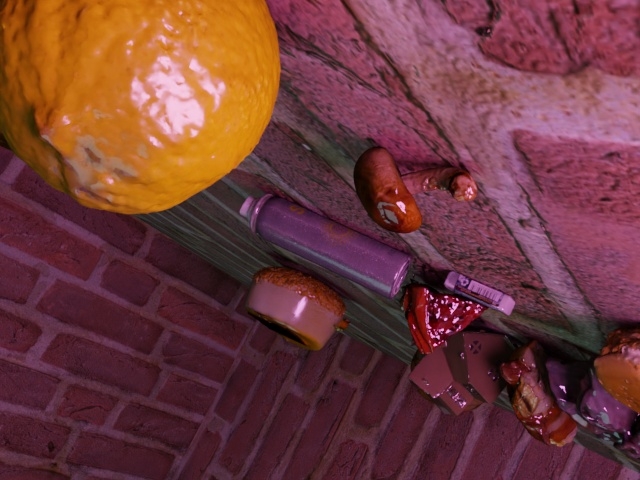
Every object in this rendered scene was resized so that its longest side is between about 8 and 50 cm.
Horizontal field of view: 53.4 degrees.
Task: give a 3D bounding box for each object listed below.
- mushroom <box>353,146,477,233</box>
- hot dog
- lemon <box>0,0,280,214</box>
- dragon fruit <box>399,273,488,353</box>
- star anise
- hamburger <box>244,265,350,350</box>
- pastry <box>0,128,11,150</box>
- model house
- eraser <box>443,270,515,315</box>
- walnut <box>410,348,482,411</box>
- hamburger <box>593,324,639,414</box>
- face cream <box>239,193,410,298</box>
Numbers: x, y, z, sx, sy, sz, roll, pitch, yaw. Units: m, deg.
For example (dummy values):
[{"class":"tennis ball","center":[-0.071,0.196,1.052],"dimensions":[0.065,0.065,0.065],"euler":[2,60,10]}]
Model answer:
[{"class":"mushroom","center":[0.077,-0.045,0.573],"dimensions":[0.129,0.072,0.088],"euler":[10,129,54]},{"class":"hot dog","center":[0.368,0.263,1.091],"dimensions":[0.103,0.146,0.213],"euler":[-19,128,36]},{"class":"lemon","center":[-0.112,-0.111,0.407],"dimensions":[0.180,0.181,0.193],"euler":[31,-166,-15]},{"class":"dragon fruit","center":[0.174,0.086,0.990],"dimensions":[0.092,0.122,0.192],"euler":[54,-173,-3]},{"class":"star anise","center":[0.473,0.263,0.916],"dimensions":[0.331,0.118,0.332],"euler":[31,167,8]},{"class":"hamburger","center":[-0.067,0.175,1.752],"dimensions":[0.275,0.179,0.294],"euler":[14,159,41]},{"class":"pastry","center":[-0.531,-0.240,1.012],"dimensions":[0.329,0.137,0.330],"euler":[25,170,5]},{"class":"model house","center":[0.215,0.187,1.185],"dimensions":[0.248,0.176,0.181],"euler":[48,166,-13]},{"class":"eraser","center":[0.223,0.074,0.895],"dimensions":[0.099,0.027,0.019],"euler":[23,161,21]},{"class":"walnut","center":[0.317,0.325,1.531],"dimensions":[0.207,0.168,0.167],"euler":[28,170,-9]},{"class":"hamburger","center":[0.387,0.156,0.715],"dimensions":[0.147,0.083,0.138],"euler":[34,169,-11]},{"class":"face cream","center":[0.000,0.000,0.986],"dimensions":[0.283,0.073,0.073],"euler":[25,169,17]}]
